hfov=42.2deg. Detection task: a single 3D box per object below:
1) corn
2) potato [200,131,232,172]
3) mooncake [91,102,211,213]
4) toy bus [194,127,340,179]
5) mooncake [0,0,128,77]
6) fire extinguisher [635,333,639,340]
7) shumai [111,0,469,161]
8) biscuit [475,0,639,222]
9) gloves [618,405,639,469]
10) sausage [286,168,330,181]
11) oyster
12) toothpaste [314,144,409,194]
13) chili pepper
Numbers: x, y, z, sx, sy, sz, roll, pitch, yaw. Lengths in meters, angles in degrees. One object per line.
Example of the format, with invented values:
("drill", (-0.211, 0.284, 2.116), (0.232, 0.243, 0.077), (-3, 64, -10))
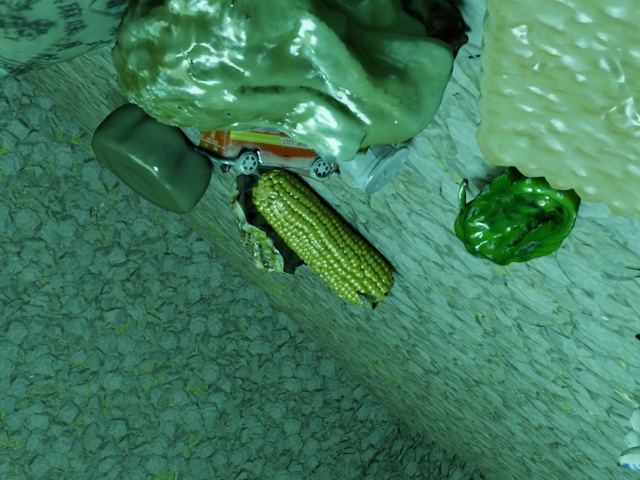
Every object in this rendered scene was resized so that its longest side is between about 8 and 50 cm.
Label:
("corn", (0.000, 0.000, 1.348), (0.293, 0.106, 0.106), (42, 169, -15))
("potato", (-0.139, -0.224, 1.014), (0.261, 0.100, 0.120), (54, 141, 6))
("mooncake", (-0.346, -0.172, 1.729), (0.275, 0.135, 0.275), (35, 166, 10))
("toy bus", (-0.051, -0.117, 0.956), (0.174, 0.077, 0.079), (1, -165, -36))
("mooncake", (-0.265, -0.259, 0.805), (0.254, 0.250, 0.136), (99, 154, -76))
("fire extinguisher", (0.340, 0.083, 0.718), (0.078, 0.045, 0.157), (17, 165, 4))
("shumai", (-0.018, -0.136, 0.624), (0.218, 0.189, 0.256), (33, -171, 0))
("biscuit", (0.228, -0.053, 0.409), (0.324, 0.044, 0.217), (27, 158, 20))
("gloves", (0.412, 0.232, 0.892), (0.229, 0.119, 0.097), (-167, 65, -71))
("sausage", (-0.036, -0.113, 1.184), (0.158, 0.036, 0.042), (22, 125, 56))
("oyster", (-0.103, -0.032, 1.421), (0.223, 0.083, 0.214), (49, -169, -48))
("toothpaste", (-0.033, -0.171, 0.893), (0.299, 0.073, 0.114), (45, 178, 15))
("chili pepper", (0.176, -0.026, 0.749), (0.100, 0.074, 0.257), (40, 167, 3))
